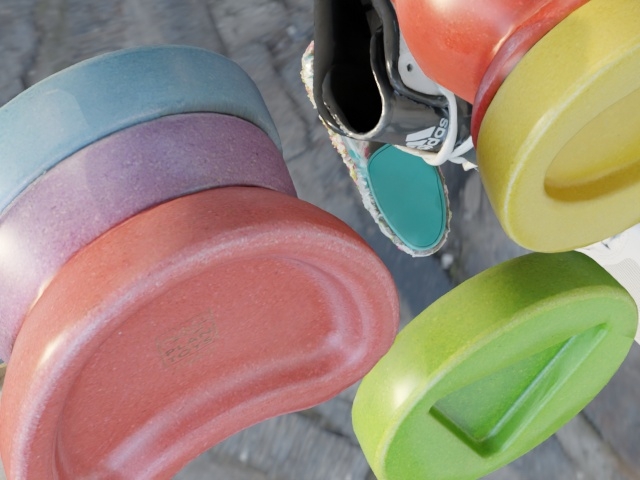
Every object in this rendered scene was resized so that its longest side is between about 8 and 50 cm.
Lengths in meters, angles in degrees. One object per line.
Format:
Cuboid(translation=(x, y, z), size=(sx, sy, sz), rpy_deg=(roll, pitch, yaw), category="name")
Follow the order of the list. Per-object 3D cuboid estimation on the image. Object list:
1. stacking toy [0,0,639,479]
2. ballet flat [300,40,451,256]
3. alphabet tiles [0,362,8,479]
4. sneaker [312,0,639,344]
Cuboid(translation=(0.000, 0.000, 0.713), size=(0.309, 0.279, 0.130), rpy_deg=(-24, 59, -19), category="stacking toy")
Cuboid(translation=(0.056, -0.094, 1.780), size=(0.091, 0.077, 0.241), rpy_deg=(-24, 86, -10), category="ballet flat")
Cuboid(translation=(-0.184, 0.057, 0.914), size=(0.284, 0.021, 0.278), rpy_deg=(12, 108, -40), category="alphabet tiles")
Cuboid(translation=(0.137, -0.061, 1.381), size=(0.447, 0.257, 0.169), rpy_deg=(59, 141, 4), category="sneaker")
